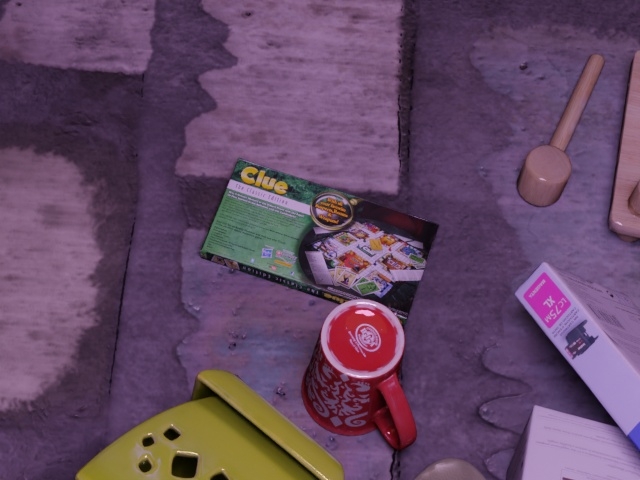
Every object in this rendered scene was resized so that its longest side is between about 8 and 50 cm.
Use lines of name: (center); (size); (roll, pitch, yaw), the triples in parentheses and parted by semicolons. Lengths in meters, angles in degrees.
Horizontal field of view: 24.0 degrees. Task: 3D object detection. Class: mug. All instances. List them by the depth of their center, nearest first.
mug: (0.056, 0.145, 1.673); (0.150, 0.169, 0.113); (24, 65, 8)

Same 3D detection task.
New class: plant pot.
plant pot: (-0.107, 0.283, 1.575); (0.227, 0.228, 0.207); (38, 61, 13)

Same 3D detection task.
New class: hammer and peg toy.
hammer and peg toy: (0.438, -0.118, 1.841); (0.361, 0.127, 0.266); (13, 65, 2)

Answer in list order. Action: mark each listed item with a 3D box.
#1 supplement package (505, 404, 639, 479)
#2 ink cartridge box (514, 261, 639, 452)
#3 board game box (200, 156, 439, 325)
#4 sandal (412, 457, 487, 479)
supplement package: (0.258, 0.321, 1.587); (0.133, 0.139, 0.244); (14, 46, 3)
ink cartridge box: (0.357, 0.160, 1.638); (0.065, 0.185, 0.311); (-52, 49, 17)
board game box: (0.000, 0.000, 1.814); (0.259, 0.030, 0.136); (19, 68, 5)
sandal: (0.094, 0.333, 1.595); (0.120, 0.086, 0.303); (26, 44, 23)
